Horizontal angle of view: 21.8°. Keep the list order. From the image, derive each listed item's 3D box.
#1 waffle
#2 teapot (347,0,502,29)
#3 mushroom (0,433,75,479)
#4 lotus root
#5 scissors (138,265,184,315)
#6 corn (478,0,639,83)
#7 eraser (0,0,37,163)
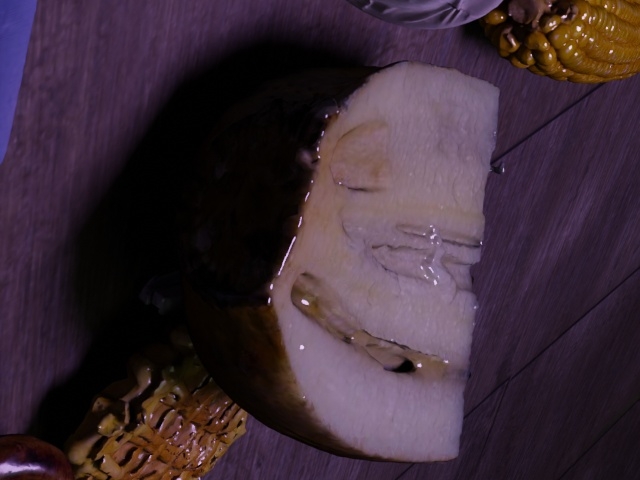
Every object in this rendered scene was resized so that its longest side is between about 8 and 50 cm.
[{"bbox_3d":[-0.111,0.139,1.206,0.245,0.052,0.254,-30,156,-44],"label":"waffle"},{"bbox_3d":[0.062,-0.250,0.950,0.163,0.221,0.178,-22,-163,44],"label":"teapot"},{"bbox_3d":[-0.216,0.171,1.063,0.123,0.052,0.123,-25,148,-17],"label":"mushroom"},{"bbox_3d":[-0.008,0.011,1.078,0.260,0.149,0.267,7,88,-58],"label":"lotus root"},{"bbox_3d":[-0.064,0.027,1.201,0.204,0.027,0.101,-11,131,-62],"label":"scissors"},{"bbox_3d":[0.224,-0.180,1.387,0.313,0.102,0.102,-6,128,-61],"label":"corn"},{"bbox_3d":[-0.173,-0.102,0.784,0.082,0.036,0.225,-29,147,-46],"label":"eraser"}]
